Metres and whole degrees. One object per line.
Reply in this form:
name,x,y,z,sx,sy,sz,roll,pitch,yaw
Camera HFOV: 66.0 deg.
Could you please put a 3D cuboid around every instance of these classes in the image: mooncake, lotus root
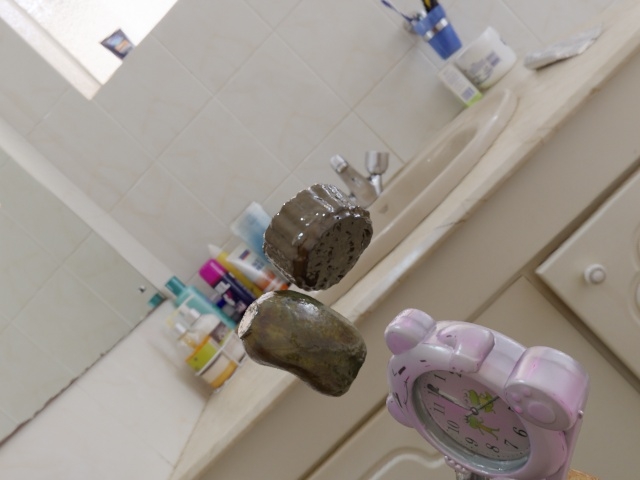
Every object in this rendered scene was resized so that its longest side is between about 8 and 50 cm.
mooncake,0.001,-0.001,1.496,0.324,0.187,0.324,-30,-38,-27
lotus root,-0.058,0.271,1.360,0.250,0.346,0.251,-39,35,35

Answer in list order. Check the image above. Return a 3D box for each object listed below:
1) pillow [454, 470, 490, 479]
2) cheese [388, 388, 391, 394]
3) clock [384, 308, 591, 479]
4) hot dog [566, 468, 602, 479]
pillow,0.382,0.616,1.210,0.055,0.141,0.208,-9,-30,-6
cheese,0.315,0.428,1.335,0.286,0.163,0.082,-25,11,49
clock,0.254,0.268,0.821,0.322,0.296,0.113,19,39,36
hot dog,0.869,0.932,1.759,0.223,0.405,0.185,14,89,44
